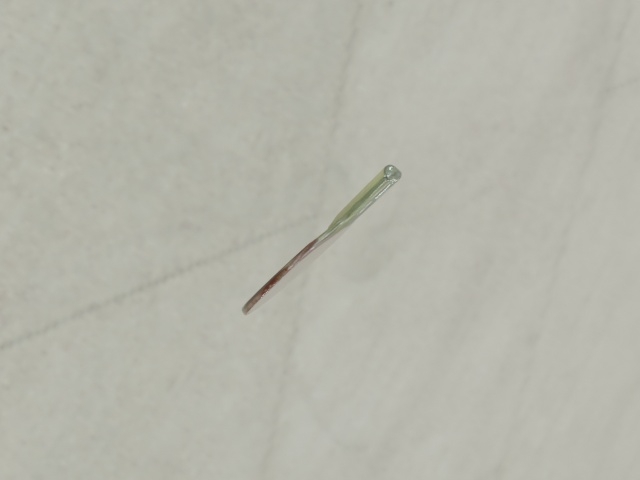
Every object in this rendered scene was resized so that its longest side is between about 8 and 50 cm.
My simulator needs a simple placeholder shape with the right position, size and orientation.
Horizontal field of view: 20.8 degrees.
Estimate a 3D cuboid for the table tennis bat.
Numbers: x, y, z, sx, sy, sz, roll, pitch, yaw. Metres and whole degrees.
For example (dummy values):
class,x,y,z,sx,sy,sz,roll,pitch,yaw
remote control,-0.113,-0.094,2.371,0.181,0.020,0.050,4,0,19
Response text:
class,x,y,z,sx,sy,sz,roll,pitch,yaw
table tennis bat,0.000,0.000,1.177,0.156,0.013,0.087,-43,175,34
